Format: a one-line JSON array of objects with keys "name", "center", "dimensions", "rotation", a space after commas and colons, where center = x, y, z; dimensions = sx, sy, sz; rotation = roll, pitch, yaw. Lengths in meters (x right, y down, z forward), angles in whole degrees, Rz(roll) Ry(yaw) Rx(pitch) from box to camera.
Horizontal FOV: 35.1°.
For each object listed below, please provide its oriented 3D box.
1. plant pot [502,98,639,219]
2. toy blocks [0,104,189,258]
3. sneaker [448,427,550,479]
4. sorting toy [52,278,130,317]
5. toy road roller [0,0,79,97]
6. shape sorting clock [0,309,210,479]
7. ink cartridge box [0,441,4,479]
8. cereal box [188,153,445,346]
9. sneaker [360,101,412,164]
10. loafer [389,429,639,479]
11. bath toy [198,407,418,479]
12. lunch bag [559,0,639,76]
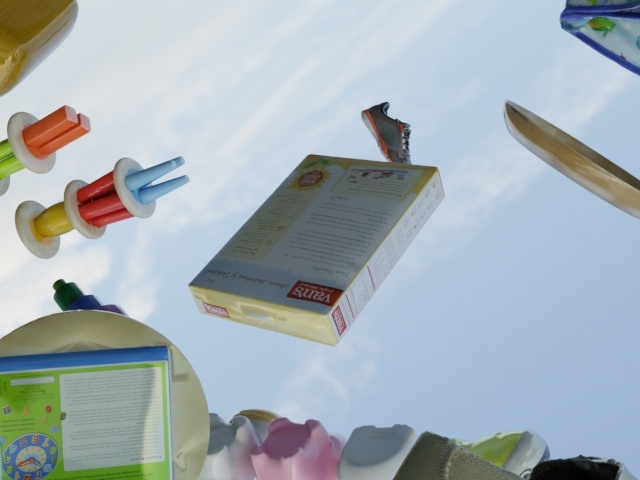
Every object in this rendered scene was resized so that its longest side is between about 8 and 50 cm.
[{"name": "plant pot", "center": [0.300, -0.086, 1.152], "dimensions": [0.032, 0.236, 0.236], "rotation": [-58, -156, 16]}, {"name": "toy blocks", "center": [-0.190, -0.058, 0.804], "dimensions": [0.148, 0.123, 0.054], "rotation": [-21, -148, 19]}, {"name": "sneaker", "center": [0.094, 0.292, 1.155], "dimensions": [0.385, 0.147, 0.145], "rotation": [-38, -176, 41]}, {"name": "sorting toy", "center": [-0.288, 0.183, 1.068], "dimensions": [0.126, 0.127, 0.365], "rotation": [45, -52, 29]}, {"name": "toy road roller", "center": [-0.405, -0.211, 1.050], "dimensions": [0.329, 0.240, 0.202], "rotation": [-54, -174, 39]}, {"name": "shape sorting clock", "center": [-0.193, 0.157, 0.824], "dimensions": [0.206, 0.206, 0.040], "rotation": [-43, -167, -7]}, {"name": "ink cartridge box", "center": [-0.269, 0.136, 0.494], "dimensions": [0.056, 0.235, 0.171], "rotation": [-54, -148, 16]}, {"name": "cereal box", "center": [0.000, 0.000, 1.049], "dimensions": [0.173, 0.047, 0.240], "rotation": [10, -135, 34]}, {"name": "sneaker", "center": [0.127, -0.167, 1.687], "dimensions": [0.065, 0.158, 0.061], "rotation": [-32, 167, 8]}, {"name": "loafer", "center": [0.149, 0.159, 0.518], "dimensions": [0.102, 0.268, 0.092], "rotation": [163, -60, -69]}, {"name": "bath toy", "center": [-0.029, 0.251, 1.103], "dimensions": [0.348, 0.129, 0.151], "rotation": [-1, -154, 34]}, {"name": "lunch bag", "center": [0.270, -0.184, 0.748], "dimensions": [0.151, 0.096, 0.129], "rotation": [24, -114, 20]}]
